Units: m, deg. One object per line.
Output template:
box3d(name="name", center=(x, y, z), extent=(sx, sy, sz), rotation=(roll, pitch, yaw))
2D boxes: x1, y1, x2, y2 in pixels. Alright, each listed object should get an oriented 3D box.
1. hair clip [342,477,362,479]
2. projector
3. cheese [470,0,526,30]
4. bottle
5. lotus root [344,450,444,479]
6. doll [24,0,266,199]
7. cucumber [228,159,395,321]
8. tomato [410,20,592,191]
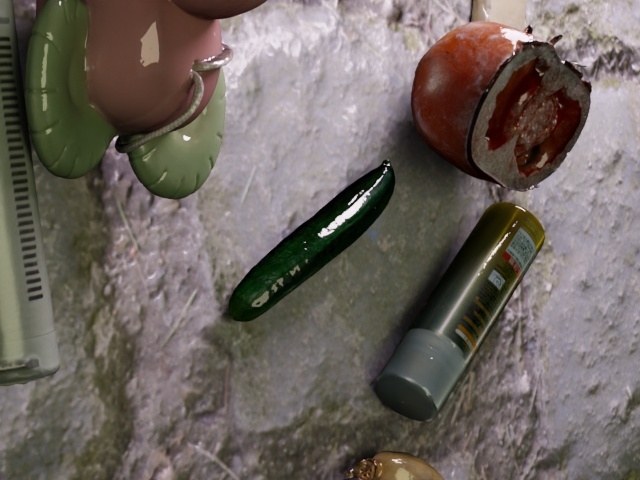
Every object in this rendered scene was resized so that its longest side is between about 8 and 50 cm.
box3d(name="hair clip", center=(0.106, 0.367, 1.670), extent=(0.101, 0.085, 0.331), rotation=(-50, 129, 1))
box3d(name="projector", center=(-0.291, -0.049, 1.278), extent=(0.108, 0.108, 0.338), rotation=(-11, 97, -45))
box3d(name="cheese", center=(0.227, -0.380, 1.864), extent=(0.085, 0.034, 0.400), rotation=(14, 79, -45))
box3d(name="bottle", center=(0.163, 0.079, 1.752), extent=(0.082, 0.082, 0.286), rotation=(56, 53, -29))
box3d(name="lotus root", center=(0.089, 0.270, 1.680), extent=(0.150, 0.073, 0.062), rotation=(28, 26, -41))
box3d(name="doll", center=(-0.147, -0.175, 1.350), extent=(0.284, 0.216, 0.268), rotation=(7, 90, -60))
box3d(name="cucumber", center=(0.000, 0.000, 1.610), extent=(0.284, 0.056, 0.056), rotation=(-42, 118, -36))
box3d(name="tomato", center=(0.186, -0.163, 1.728), extent=(0.181, 0.155, 0.214), rotation=(-59, 144, -4))
